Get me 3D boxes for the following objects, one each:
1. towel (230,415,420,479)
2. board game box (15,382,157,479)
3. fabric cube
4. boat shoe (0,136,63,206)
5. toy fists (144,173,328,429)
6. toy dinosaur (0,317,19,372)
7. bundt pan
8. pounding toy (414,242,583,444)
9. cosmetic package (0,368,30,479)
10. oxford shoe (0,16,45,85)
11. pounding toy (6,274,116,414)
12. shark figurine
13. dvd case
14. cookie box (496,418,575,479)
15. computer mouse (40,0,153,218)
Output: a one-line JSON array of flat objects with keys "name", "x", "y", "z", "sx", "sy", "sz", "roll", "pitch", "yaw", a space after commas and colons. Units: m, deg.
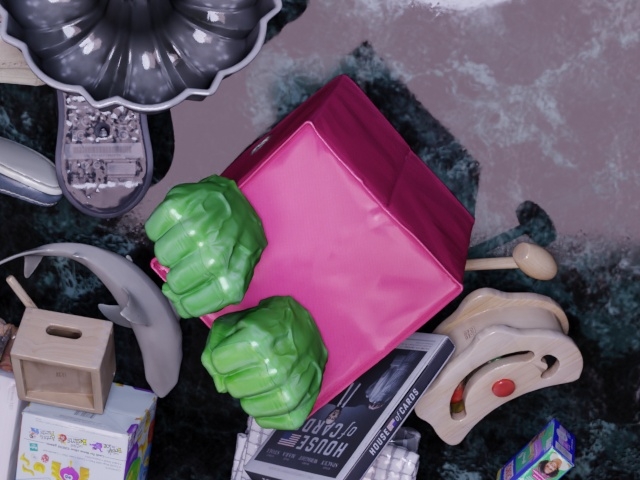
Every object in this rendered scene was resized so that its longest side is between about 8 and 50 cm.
[{"name": "towel", "x": -0.001, "y": 0.349, "z": 1.829, "sx": 0.235, "sy": 0.121, "sz": 0.284, "roll": 13, "pitch": 105, "yaw": 12}, {"name": "board game box", "x": -0.313, "y": 0.334, "z": 1.860, "sx": 0.144, "sy": 0.142, "sz": 0.275, "roll": 12, "pitch": 108, "yaw": 6}, {"name": "fabric cube", "x": 0.000, "y": 0.000, "z": 1.646, "sx": 0.254, "sy": 0.258, "sz": 0.259, "roll": -40, "pitch": 98, "yaw": 19}, {"name": "boat shoe", "x": -0.437, "y": -0.092, "z": 1.771, "sx": 0.254, "sy": 0.095, "sz": 0.079, "roll": 22, "pitch": 108, "yaw": 3}, {"name": "toy fists", "x": -0.088, "y": 0.069, "z": 1.470, "sx": 0.096, "sy": 0.142, "sz": 0.279, "roll": -23, "pitch": 102, "yaw": 16}, {"name": "toy dinosaur", "x": -0.506, "y": 0.129, "z": 1.795, "sx": 0.295, "sy": 0.127, "sz": 0.200, "roll": -21, "pitch": 79, "yaw": -12}, {"name": "bundt pan", "x": -0.210, "y": -0.288, "z": 1.609, "sx": 0.330, "sy": 0.124, "sz": 0.331, "roll": 1, "pitch": 79, "yaw": -7}, {"name": "pounding toy", "x": 0.219, "y": 0.114, "z": 1.746, "sx": 0.154, "sy": 0.155, "sz": 0.269, "roll": 25, "pitch": 122, "yaw": -29}, {"name": "cosmetic package", "x": -0.452, "y": 0.273, "z": 1.907, "sx": 0.098, "sy": 0.060, "sz": 0.239, "roll": 13, "pitch": 109, "yaw": 4}, {"name": "oxford shoe", "x": -0.521, "y": -0.216, "z": 1.727, "sx": 0.396, "sy": 0.140, "sz": 0.147, "roll": -7, "pitch": 113, "yaw": 13}, {"name": "pounding toy", "x": -0.329, "y": 0.130, "z": 1.762, "sx": 0.141, "sy": 0.100, "sz": 0.130, "roll": 10, "pitch": 143, "yaw": 2}, {"name": "shark figurine", "x": -0.263, "y": 0.068, "z": 1.787, "sx": 0.278, "sy": 0.116, "sz": 0.166, "roll": 40, "pitch": 108, "yaw": -6}, {"name": "dvd case", "x": 0.034, "y": 0.201, "z": 1.687, "sx": 0.179, "sy": 0.239, "sz": 0.030, "roll": 1, "pitch": 135, "yaw": 52}, {"name": "cookie box", "x": 0.268, "y": 0.286, "z": 1.780, "sx": 0.040, "sy": 0.092, "sz": 0.107, "roll": 42, "pitch": 108, "yaw": -2}, {"name": "computer mouse", "x": -0.256, "y": -0.165, "z": 1.732, "sx": 0.188, "sy": 0.072, "sz": 0.272, "roll": 3, "pitch": 104, "yaw": -10}]
